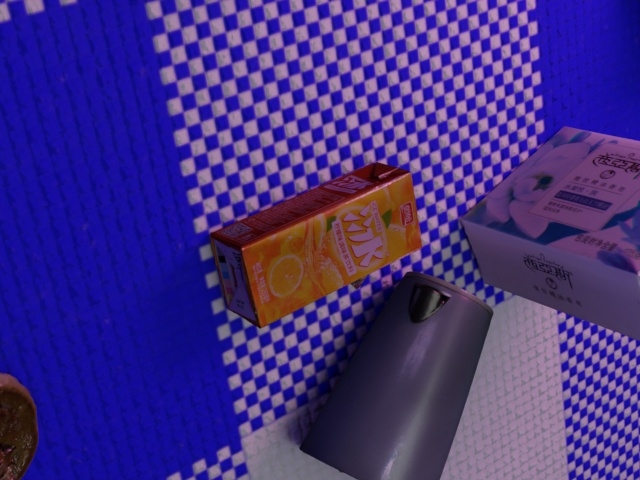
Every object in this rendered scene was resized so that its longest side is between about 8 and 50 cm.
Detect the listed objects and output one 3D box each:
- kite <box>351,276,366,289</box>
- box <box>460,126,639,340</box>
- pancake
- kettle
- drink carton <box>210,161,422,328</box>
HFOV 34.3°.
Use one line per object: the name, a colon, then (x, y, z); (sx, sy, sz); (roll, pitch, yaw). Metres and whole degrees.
kite: (0.055, 0.025, 1.190); (0.078, 0.002, 0.044); (-35, 122, -21)
box: (0.335, -0.015, 1.208); (0.203, 0.274, 0.116); (-39, 122, -20)
pancake: (-0.312, 0.194, 0.930); (0.158, 0.028, 0.158); (-32, 129, -50)
kettle: (0.111, 0.174, 1.201); (0.243, 0.160, 0.210); (-63, 147, -11)
drink carton: (0.000, 0.000, 1.098); (0.223, 0.071, 0.096); (-24, 116, -28)
